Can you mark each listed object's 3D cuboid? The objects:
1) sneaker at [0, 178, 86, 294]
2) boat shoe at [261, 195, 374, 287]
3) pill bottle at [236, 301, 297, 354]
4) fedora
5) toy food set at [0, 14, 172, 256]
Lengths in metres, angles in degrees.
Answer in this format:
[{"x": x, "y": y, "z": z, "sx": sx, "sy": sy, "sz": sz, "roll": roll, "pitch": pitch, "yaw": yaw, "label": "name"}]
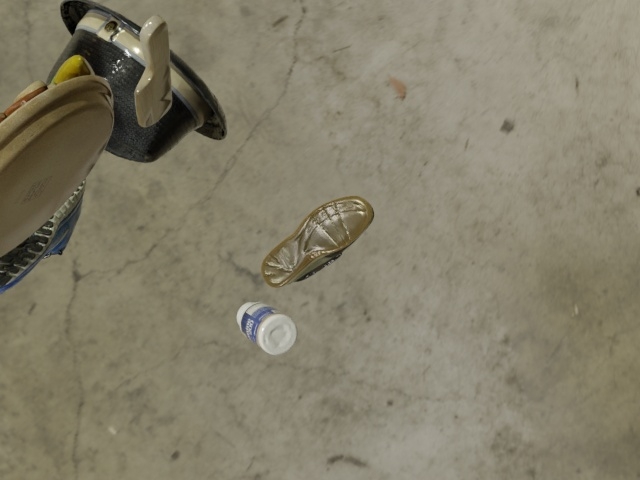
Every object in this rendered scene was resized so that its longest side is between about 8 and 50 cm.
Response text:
[{"x": -0.562, "y": -0.001, "z": 1.891, "sx": 0.129, "sy": 0.330, "sz": 0.147, "roll": 18, "pitch": 135, "yaw": 12, "label": "sneaker"}, {"x": 0.000, "y": 0.000, "z": 1.067, "sx": 0.152, "sy": 0.049, "sz": 0.056, "roll": -33, "pitch": 76, "yaw": 22, "label": "boat shoe"}, {"x": -0.091, "y": 0.138, "z": 1.537, "sx": 0.067, "sy": 0.120, "sz": 0.067, "roll": -6, "pitch": 104, "yaw": -26, "label": "pill bottle"}, {"x": -0.313, "y": -0.226, "z": 1.503, "sx": 0.334, "sy": 0.334, "sz": 0.152, "roll": 37, "pitch": 78, "yaw": 3, "label": "fedora"}, {"x": -0.152, "y": -0.035, "z": 0.462, "sx": 0.038, "sy": 0.132, "sz": 0.192, "roll": 42, "pitch": 73, "yaw": 3, "label": "toy food set"}]
